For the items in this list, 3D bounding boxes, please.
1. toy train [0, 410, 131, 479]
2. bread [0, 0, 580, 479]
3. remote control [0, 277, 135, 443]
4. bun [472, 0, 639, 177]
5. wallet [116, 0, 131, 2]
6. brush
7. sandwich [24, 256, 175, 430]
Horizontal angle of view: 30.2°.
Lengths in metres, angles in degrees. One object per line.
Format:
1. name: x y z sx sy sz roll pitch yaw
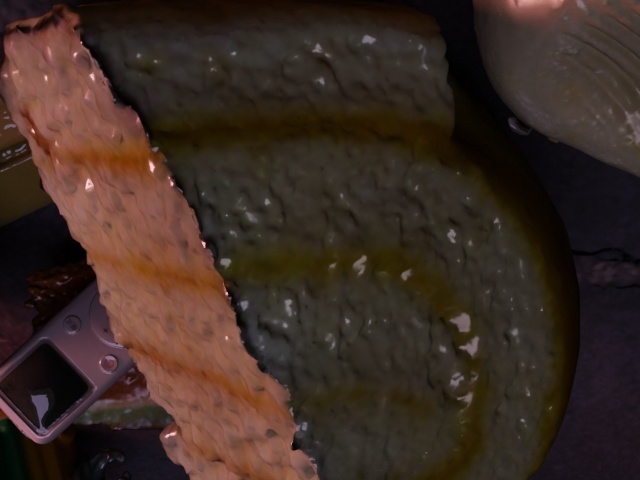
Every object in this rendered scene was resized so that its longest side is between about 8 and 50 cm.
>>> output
1. toy train: -0.353 0.263 0.980 0.429 0.178 0.249 -26 162 19
2. bread: 0.001 -0.009 0.757 0.264 0.239 0.395 -31 113 -22
3. remote control: -0.129 0.040 0.867 0.261 0.029 0.067 -43 93 -5
4. bun: 0.217 -0.157 0.704 0.259 0.160 0.259 6 142 5
5. wallet: -0.111 -0.244 0.723 0.167 0.036 0.222 14 128 -8
6. brush: -0.159 -0.097 0.841 0.233 0.047 0.103 -21 125 10
7. sandwich: -0.127 0.072 0.943 0.185 0.109 0.160 -11 107 13
